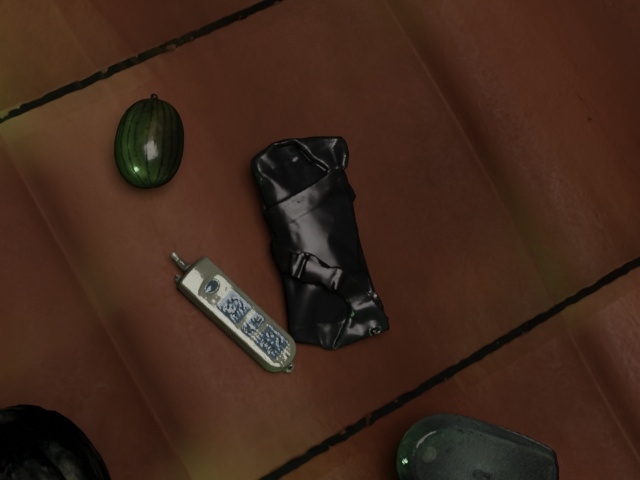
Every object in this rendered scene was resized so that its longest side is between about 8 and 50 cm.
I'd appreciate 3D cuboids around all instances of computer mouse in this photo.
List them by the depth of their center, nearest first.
[{"bbox_3d":[0.181,0.261,1.401,0.229,0.068,0.113,24,89,-20],"label":"computer mouse"}]

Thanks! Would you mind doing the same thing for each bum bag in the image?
[{"bbox_3d":[0.000,0.000,1.422,0.123,0.060,0.248,-13,81,-19],"label":"bum bag"}]

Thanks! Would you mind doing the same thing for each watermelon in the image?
[{"bbox_3d":[-0.193,-0.111,1.390,0.078,0.078,0.110,11,72,-13],"label":"watermelon"}]

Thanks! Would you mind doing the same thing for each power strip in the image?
[{"bbox_3d":[-0.098,0.080,1.389,0.191,0.030,0.047,43,68,-2],"label":"power strip"}]

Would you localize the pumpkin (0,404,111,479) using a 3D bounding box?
[{"bbox_3d":[-0.343,0.241,1.133,0.296,0.296,0.296,4,75,-14],"label":"pumpkin"}]
